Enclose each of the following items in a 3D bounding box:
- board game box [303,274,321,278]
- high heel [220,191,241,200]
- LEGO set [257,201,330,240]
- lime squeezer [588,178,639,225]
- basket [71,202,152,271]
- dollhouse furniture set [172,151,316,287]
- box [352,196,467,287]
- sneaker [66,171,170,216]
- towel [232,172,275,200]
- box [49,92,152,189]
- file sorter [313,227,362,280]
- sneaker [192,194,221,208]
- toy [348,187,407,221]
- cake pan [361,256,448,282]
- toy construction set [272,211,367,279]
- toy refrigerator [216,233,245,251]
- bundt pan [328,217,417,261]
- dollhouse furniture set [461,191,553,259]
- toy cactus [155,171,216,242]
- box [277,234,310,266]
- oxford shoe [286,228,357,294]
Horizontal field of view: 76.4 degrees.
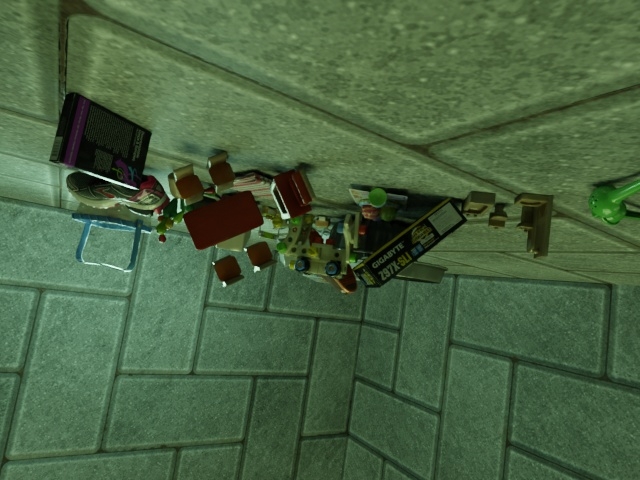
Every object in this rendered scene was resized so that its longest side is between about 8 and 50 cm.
[{"bbox_3d":[0.003,0.160,1.752,0.103,0.026,0.154,7,168,24],"label":"board game box"},{"bbox_3d":[-0.270,-0.083,1.283,0.082,0.117,0.244,12,172,-31],"label":"high heel"},{"bbox_3d":[-0.114,-0.049,1.418,0.287,0.107,0.132,11,173,-19],"label":"LEGO set"},{"bbox_3d":[0.536,-0.071,0.716,0.110,0.059,0.310,-30,153,26],"label":"lime squeezer"},{"bbox_3d":[-0.715,-0.048,1.407,0.255,0.289,0.201,9,169,20],"label":"basket"},{"bbox_3d":[-0.153,-0.064,0.861,0.259,0.262,0.135,-25,-178,-18],"label":"dollhouse furniture set"},{"bbox_3d":[0.215,0.021,1.076,0.079,0.257,0.322,51,177,5],"label":"box"},{"bbox_3d":[-0.574,-0.160,1.146,0.299,0.121,0.112,9,144,8],"label":"sneaker"},{"bbox_3d":[-0.138,-0.138,1.059,0.144,0.029,0.197,2,173,43],"label":"towel"},{"bbox_3d":[-0.379,-0.167,0.719,0.029,0.116,0.162,7,173,26],"label":"box"},{"bbox_3d":[0.033,0.050,1.731,0.278,0.193,0.173,4,170,31],"label":"file sorter"},{"bbox_3d":[-0.385,-0.088,1.364,0.107,0.124,0.283,7,173,12],"label":"sneaker"},{"bbox_3d":[0.149,-0.080,1.044,0.137,0.056,0.237,9,174,11],"label":"toy"},{"bbox_3d":[0.281,0.103,1.387,0.293,0.054,0.293,8,174,1],"label":"cake pan"},{"bbox_3d":[0.000,0.000,1.233,0.328,0.215,0.151,3,169,36],"label":"toy construction set"},{"bbox_3d":[-0.298,-0.044,1.427,0.094,0.102,0.269,9,-170,-6],"label":"toy refrigerator"},{"bbox_3d":[0.180,0.002,1.409,0.331,0.124,0.331,9,173,1],"label":"bundt pan"},{"bbox_3d":[0.390,-0.028,0.880,0.151,0.123,0.144,7,173,10],"label":"dollhouse furniture set"},{"bbox_3d":[-0.378,-0.103,1.132,0.112,0.219,0.180,35,149,32],"label":"toy cactus"},{"bbox_3d":[-0.094,0.034,1.455,0.101,0.087,0.102,-11,-169,-14],"label":"box"},{"bbox_3d":[-0.002,0.088,1.561,0.130,0.132,0.363,-7,-133,-49],"label":"oxford shoe"}]
